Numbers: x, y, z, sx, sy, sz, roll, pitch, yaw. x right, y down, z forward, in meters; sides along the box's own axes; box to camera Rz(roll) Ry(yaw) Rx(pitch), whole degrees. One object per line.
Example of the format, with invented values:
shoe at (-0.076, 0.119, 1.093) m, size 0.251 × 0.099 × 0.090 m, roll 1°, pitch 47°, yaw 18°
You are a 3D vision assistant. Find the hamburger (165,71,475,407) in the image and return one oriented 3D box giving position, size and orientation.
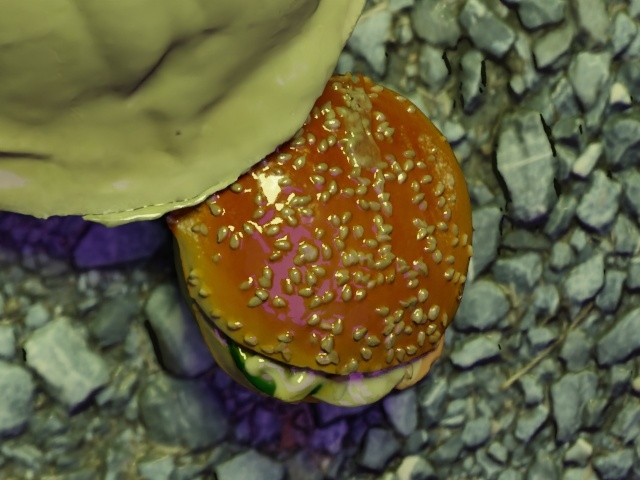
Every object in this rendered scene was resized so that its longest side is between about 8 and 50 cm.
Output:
hamburger at (0.004, -0.002, 1.039) m, size 0.237 × 0.147 × 0.237 m, roll -5°, pitch 101°, yaw -30°

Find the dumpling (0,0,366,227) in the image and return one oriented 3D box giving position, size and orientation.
dumpling at (-0.136, -0.157, 0.885) m, size 0.395 × 0.233 × 0.315 m, roll -17°, pitch 106°, yaw -12°
